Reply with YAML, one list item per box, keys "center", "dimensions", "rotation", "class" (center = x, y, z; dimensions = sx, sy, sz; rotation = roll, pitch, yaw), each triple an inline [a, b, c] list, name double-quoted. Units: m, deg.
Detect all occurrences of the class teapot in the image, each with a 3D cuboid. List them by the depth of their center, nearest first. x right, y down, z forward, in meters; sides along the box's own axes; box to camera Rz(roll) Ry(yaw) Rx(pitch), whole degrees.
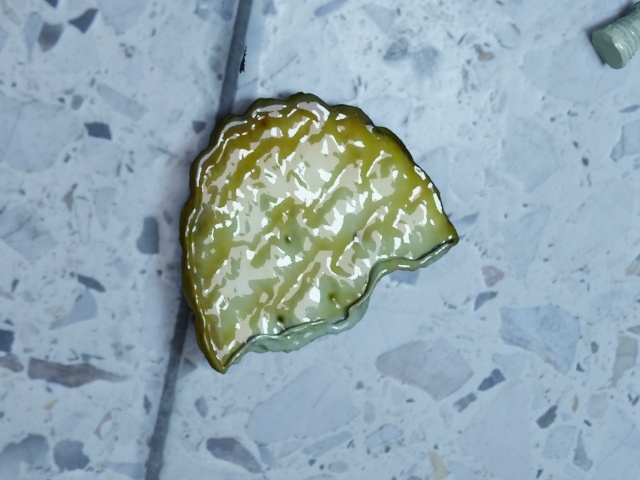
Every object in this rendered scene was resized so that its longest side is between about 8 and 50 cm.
- center: [0.377, -0.252, 1.286]
  dimensions: [0.083, 0.057, 0.067]
  rotation: [-41, 146, -8]
  class: "teapot"

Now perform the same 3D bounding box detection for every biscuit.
- center: [0.000, 0.000, 1.223]
  dimensions: [0.335, 0.078, 0.329]
  rotation: [8, 96, -17]
  class: "biscuit"
